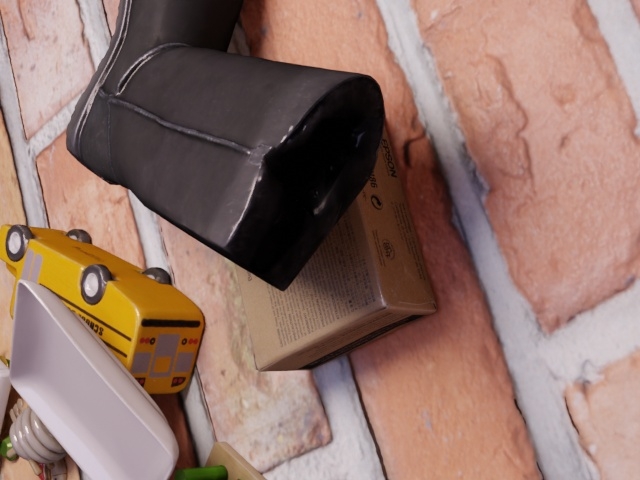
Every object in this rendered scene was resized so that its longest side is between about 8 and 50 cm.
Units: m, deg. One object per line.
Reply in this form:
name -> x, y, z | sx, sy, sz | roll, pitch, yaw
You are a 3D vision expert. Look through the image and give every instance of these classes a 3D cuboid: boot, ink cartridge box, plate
boot -> -0.088, -0.182, 1.193 | 0.445, 0.146, 0.367 | 27, 97, 58
ink cartridge box -> 0.000, 0.000, 1.221 | 0.193, 0.088, 0.234 | -29, 66, 38
plate -> -0.267, 0.199, 1.368 | 0.277, 0.045, 0.278 | 45, 146, 14

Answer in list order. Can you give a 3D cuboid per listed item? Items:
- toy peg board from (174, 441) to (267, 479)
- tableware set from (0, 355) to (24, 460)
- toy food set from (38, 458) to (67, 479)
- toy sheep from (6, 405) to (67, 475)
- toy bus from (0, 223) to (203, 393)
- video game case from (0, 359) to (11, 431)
toy peg board -> -0.118, 0.338, 1.298 | 0.161, 0.079, 0.160 | 34, 108, 40
tableware set -> -0.454, 0.234, 1.658 | 0.104, 0.024, 0.154 | -51, 56, 30
toy food set -> -0.371, 0.347, 1.568 | 0.078, 0.019, 0.122 | -29, 66, 37
toy sheep -> -0.368, 0.259, 1.532 | 0.132, 0.091, 0.091 | -33, 63, 14
toy bus -> -0.294, 0.076, 1.471 | 0.333, 0.108, 0.130 | 22, 101, 41
video game case -> -0.527, 0.249, 1.697 | 0.206, 0.026, 0.227 | 33, 114, 43
